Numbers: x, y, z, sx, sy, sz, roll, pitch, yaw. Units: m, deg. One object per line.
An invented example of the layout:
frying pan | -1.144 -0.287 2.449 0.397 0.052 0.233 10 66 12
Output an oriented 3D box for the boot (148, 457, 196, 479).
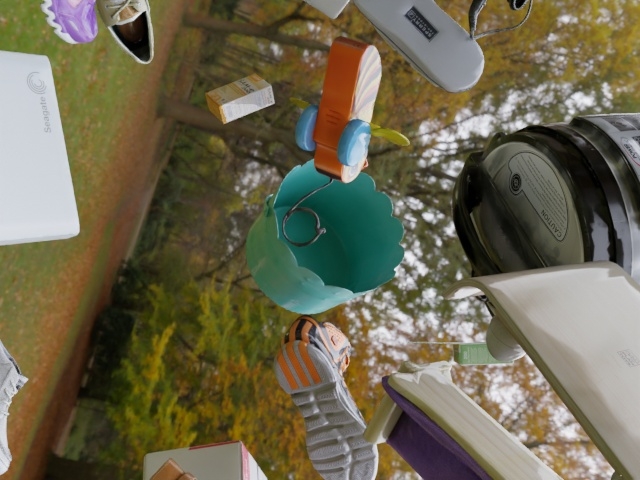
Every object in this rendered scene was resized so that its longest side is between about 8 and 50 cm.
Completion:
boot | -0.203 0.390 0.822 0.197 0.152 0.073 -44 174 -17

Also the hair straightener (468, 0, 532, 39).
hair straightener | 0.253 -0.336 0.779 0.230 0.089 0.047 -60 173 33

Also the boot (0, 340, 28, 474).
boot | -0.602 0.294 1.221 0.095 0.123 0.258 -13 -78 64

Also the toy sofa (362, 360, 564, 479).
toy sofa | 0.221 0.338 0.928 0.362 0.177 0.150 40 -66 37

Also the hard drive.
hard drive | -0.452 -0.101 0.709 0.047 0.353 0.233 -13 -93 42

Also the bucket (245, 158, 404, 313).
bucket | 0.000 0.000 1.260 0.183 0.281 0.281 -37 -143 52

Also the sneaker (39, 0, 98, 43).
sneaker | -0.281 -0.348 0.780 0.095 0.104 0.237 -94 -172 -52

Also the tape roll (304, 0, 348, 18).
tape roll | 0.055 -0.529 1.118 0.286 0.100 0.286 -56 -167 20

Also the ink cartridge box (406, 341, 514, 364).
ink cartridge box | 0.322 0.264 1.552 0.171 0.234 0.056 54 34 -80

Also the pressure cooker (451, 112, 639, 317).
pressure cooker | 0.426 -0.007 1.046 0.370 0.420 0.376 -162 -115 -74

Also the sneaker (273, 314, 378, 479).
sneaker | 0.028 0.271 1.161 0.180 0.124 0.321 -67 141 -65

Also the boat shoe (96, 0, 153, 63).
boat shoe | -0.394 -0.479 1.307 0.103 0.113 0.302 60 -6 23

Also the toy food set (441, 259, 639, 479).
toy food set | 0.285 0.146 0.663 0.306 0.219 0.092 60 -40 36

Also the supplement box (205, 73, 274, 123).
supplement box | -0.136 -0.241 1.110 0.062 0.098 0.036 44 -26 43

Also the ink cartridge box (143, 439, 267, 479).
ink cartridge box | -0.197 0.453 1.176 0.237 0.171 0.100 78 3 -54

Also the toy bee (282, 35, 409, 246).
toy bee | 0.026 -0.160 1.021 0.298 0.195 0.162 -52 165 24

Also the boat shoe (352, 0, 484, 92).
boat shoe | 0.114 -0.306 0.884 0.096 0.267 0.088 -46 -177 1
